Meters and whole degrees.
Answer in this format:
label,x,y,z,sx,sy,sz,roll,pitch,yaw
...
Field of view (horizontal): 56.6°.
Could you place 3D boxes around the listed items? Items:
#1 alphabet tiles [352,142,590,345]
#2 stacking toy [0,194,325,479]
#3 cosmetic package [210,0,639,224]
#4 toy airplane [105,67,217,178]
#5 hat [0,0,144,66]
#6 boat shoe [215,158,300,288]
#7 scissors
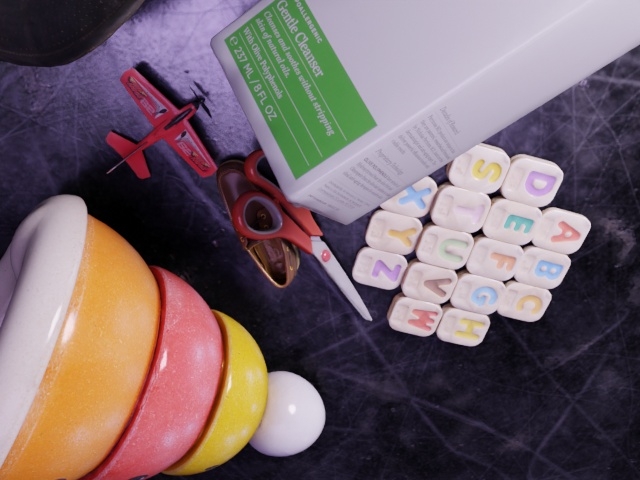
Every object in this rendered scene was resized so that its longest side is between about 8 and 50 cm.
label,x,y,z,sx,sy,sz,roll,pitch,yaw
alphabet tiles,0.194,0.015,0.779,0.278,0.021,0.284,14,117,-8
stacking toy,-0.183,0.181,0.746,0.480,0.350,0.350,24,116,-30
cosmetic package,0.108,-0.194,0.553,0.366,0.155,0.197,-34,71,16
toy airplane,-0.192,-0.123,0.701,0.151,0.028,0.151,0,117,1
hat,-0.255,-0.316,0.541,0.331,0.134,0.331,5,108,15
boat shoe,-0.075,-0.018,0.739,0.064,0.060,0.178,-21,116,11
scissors,0.000,0.000,0.762,0.021,0.109,0.297,-1,150,45
